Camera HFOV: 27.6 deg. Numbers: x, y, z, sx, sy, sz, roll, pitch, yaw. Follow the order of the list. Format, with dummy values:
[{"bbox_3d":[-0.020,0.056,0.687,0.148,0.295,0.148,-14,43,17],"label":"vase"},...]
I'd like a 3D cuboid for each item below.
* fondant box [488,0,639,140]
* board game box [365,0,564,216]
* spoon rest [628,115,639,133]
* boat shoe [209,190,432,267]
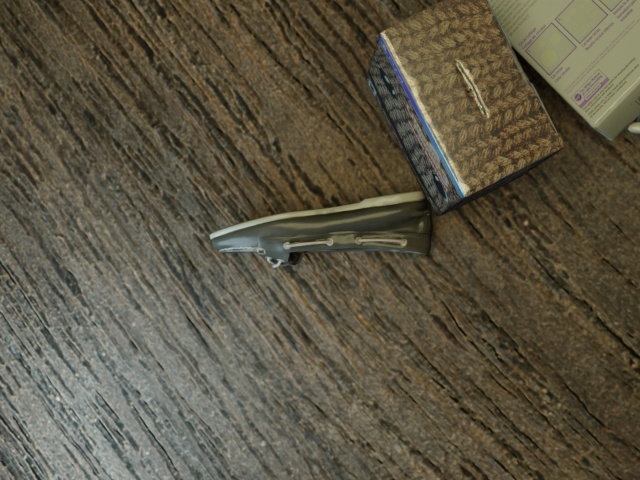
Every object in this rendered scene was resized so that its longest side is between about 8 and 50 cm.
[{"bbox_3d":[0.353,-0.333,1.731,0.238,0.096,0.330,-46,65,15],"label":"fondant box"},{"bbox_3d":[0.181,-0.174,1.728,0.141,0.291,0.232,-27,87,-3],"label":"board game box"},{"bbox_3d":[0.463,-0.273,1.770,0.137,0.084,0.276,9,84,15],"label":"spoon rest"},{"bbox_3d":[0.000,0.000,1.907,0.335,0.112,0.095,-10,87,14],"label":"boat shoe"}]
